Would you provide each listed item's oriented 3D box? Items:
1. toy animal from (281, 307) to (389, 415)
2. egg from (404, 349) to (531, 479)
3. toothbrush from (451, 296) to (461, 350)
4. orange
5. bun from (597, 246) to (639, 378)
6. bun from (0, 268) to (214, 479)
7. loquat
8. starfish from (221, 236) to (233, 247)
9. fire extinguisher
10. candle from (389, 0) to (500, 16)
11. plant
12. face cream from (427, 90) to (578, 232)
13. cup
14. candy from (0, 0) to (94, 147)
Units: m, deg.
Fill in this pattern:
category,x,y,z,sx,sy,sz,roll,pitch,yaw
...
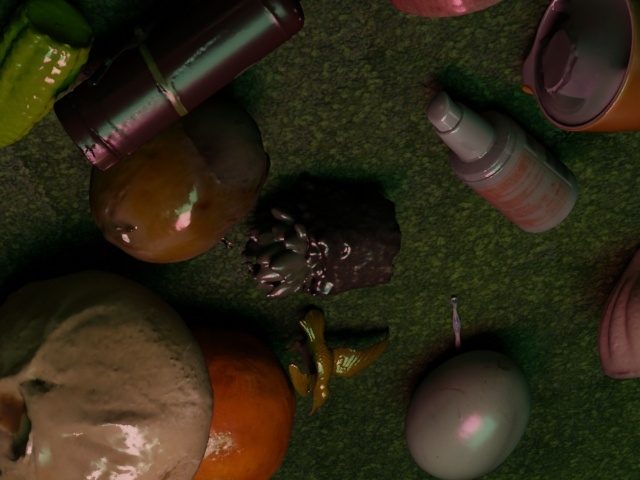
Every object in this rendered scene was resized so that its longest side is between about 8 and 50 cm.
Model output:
category,x,y,z,sx,sy,sz,roll,pitch,yaw
toy animal,-0.005,0.175,2.165,0.219,0.095,0.155,-20,150,-42
egg,0.219,0.259,2.254,0.168,0.168,0.231,15,130,-28
toothbrush,0.198,0.123,2.216,0.011,0.013,0.131,-8,142,3
orange,-0.170,0.247,2.104,0.283,0.226,0.284,-13,144,-9
bun,0.504,0.082,2.140,0.263,0.175,0.263,-17,179,0
bun,-0.322,0.216,1.913,0.364,0.364,0.202,-37,166,26
loquat,-0.166,-0.076,1.776,0.227,0.179,0.179,-43,132,13
starfish,-0.166,-0.029,1.924,0.130,0.041,0.133,30,122,-22
fire extinguisher,-0.133,-0.216,1.649,0.341,0.105,0.141,-36,165,4
candle,0.091,-0.354,1.495,0.317,0.287,0.131,17,156,34
plant,0.000,0.000,1.941,0.194,0.129,0.132,-3,136,-16
face cream,0.216,-0.105,1.895,0.101,0.101,0.251,-35,134,24
cup,0.374,-0.202,1.799,0.264,0.182,0.226,7,169,-30
candy,-0.328,-0.177,1.686,0.096,0.097,0.209,15,134,-28
